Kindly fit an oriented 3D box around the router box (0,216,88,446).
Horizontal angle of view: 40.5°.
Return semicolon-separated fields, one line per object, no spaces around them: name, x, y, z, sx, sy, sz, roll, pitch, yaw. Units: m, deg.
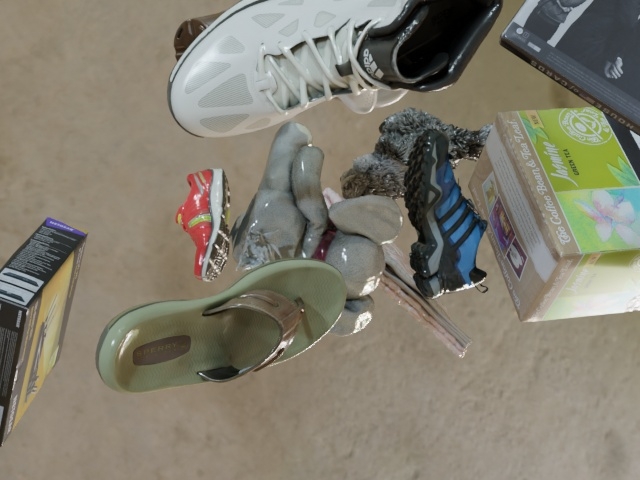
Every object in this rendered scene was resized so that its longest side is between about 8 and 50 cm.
router box;-0.496;0.150;1.452;0.081;0.243;0.308;20;121;-3

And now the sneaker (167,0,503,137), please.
sneaker;0.008;-0.235;1.052;0.448;0.257;0.169;-24;111;5

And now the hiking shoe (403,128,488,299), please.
hiking shoe;0.224;-0.050;1.523;0.132;0.113;0.304;-8;108;-11

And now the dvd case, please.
dvd case;0.300;-0.225;0.764;0.179;0.029;0.238;36;89;9

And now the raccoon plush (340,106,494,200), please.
raccoon plush;0.246;-0.195;2.210;0.216;0.446;0.299;53;48;-20

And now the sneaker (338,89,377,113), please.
sneaker;0.041;-0.346;1.666;0.297;0.111;0.129;60;18;-46

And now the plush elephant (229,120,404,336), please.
plush elephant;0.000;0.000;1.431;0.255;0.330;0.271;22;114;-11

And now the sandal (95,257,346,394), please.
sandal;-0.087;0.104;0.928;0.303;0.086;0.120;-17;111;-36

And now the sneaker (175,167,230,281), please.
sneaker;-0.268;-0.032;1.946;0.107;0.118;0.279;72;16;-61

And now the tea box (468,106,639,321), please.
tea box;0.487;-0.054;1.584;0.324;0.220;0.329;-6;55;-13

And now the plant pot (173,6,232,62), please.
plant pot;-0.219;-0.425;1.888;0.165;0.167;0.167;-24;108;-53

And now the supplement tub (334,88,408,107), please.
supplement tub;0.066;-0.416;1.959;0.207;0.338;0.207;-5;106;-18

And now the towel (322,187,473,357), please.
towel;0.153;0.059;1.762;0.053;0.317;0.332;-43;123;8
